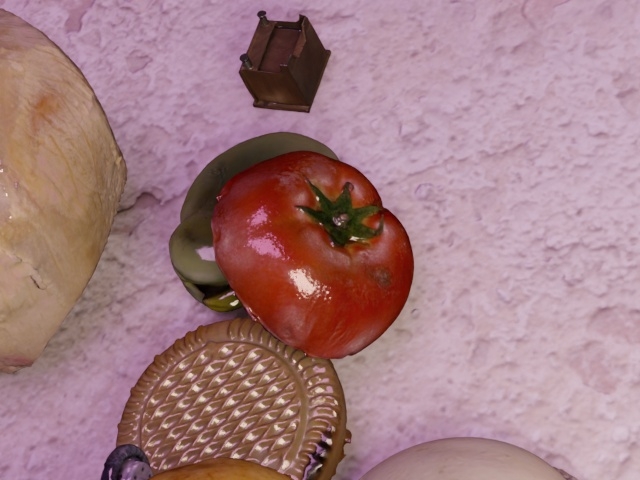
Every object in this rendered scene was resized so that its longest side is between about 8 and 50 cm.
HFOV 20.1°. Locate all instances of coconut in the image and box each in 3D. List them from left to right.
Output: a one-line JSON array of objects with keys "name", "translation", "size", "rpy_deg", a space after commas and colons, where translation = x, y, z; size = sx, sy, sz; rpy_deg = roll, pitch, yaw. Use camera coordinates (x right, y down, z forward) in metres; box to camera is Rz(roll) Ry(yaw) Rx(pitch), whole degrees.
[{"name": "coconut", "translation": [-0.407, -0.072, 1.884], "size": [0.405, 0.404, 0.404], "rpy_deg": [-10, 57, 15]}]

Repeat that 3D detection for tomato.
[{"name": "tomato", "translation": [0.002, 0.001, 1.767], "size": [0.085, 0.225, 0.225], "rpy_deg": [-38, 42, 46]}]

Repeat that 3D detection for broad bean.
[{"name": "broad bean", "translation": [-0.065, -0.023, 1.887], "size": [0.169, 0.100, 0.228], "rpy_deg": [10, 62, 17]}]

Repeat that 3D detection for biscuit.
[{"name": "biscuit", "translation": [-0.087, 0.186, 1.774], "size": [0.259, 0.079, 0.259], "rpy_deg": [-10, 57, 15]}]

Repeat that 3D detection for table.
[{"name": "table", "translation": [-0.043, -0.201, 1.993], "size": [0.070, 0.082, 0.083], "rpy_deg": [8, 63, 25]}]

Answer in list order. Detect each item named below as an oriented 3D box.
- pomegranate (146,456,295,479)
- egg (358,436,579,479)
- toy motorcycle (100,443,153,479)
[{"name": "pomegranate", "translation": [-0.084, 0.311, 1.494], "size": [0.260, 0.260, 0.260], "rpy_deg": [-10, 57, 15]}, {"name": "egg", "translation": [0.107, 0.273, 1.590], "size": [0.286, 0.174, 0.264], "rpy_deg": [6, 59, 28]}, {"name": "toy motorcycle", "translation": [-0.208, 0.308, 1.627], "size": [0.110, 0.171, 0.260], "rpy_deg": [-1, 29, 28]}]
